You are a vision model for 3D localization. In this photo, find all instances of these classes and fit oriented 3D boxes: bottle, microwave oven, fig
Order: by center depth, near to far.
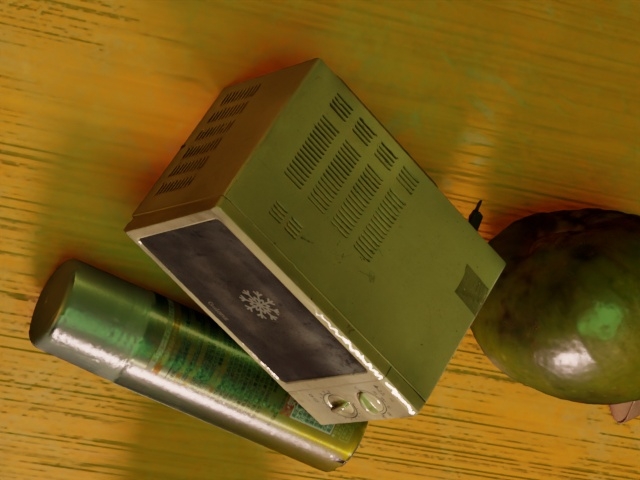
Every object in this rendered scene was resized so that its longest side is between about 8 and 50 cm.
[{"bbox_3d":[0.000,0.000,1.452,0.240,0.145,0.194,46,56,-23],"label":"microwave oven"},{"bbox_3d":[-0.097,0.104,1.513,0.286,0.082,0.082,26,99,-22],"label":"bottle"},{"bbox_3d":[0.224,0.059,1.542,0.181,0.181,0.191,-42,120,1],"label":"fig"}]

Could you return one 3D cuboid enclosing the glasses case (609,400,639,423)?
[{"bbox_3d":[0.347,0.113,1.649,0.193,0.070,0.102,-24,114,-7],"label":"glasses case"}]
